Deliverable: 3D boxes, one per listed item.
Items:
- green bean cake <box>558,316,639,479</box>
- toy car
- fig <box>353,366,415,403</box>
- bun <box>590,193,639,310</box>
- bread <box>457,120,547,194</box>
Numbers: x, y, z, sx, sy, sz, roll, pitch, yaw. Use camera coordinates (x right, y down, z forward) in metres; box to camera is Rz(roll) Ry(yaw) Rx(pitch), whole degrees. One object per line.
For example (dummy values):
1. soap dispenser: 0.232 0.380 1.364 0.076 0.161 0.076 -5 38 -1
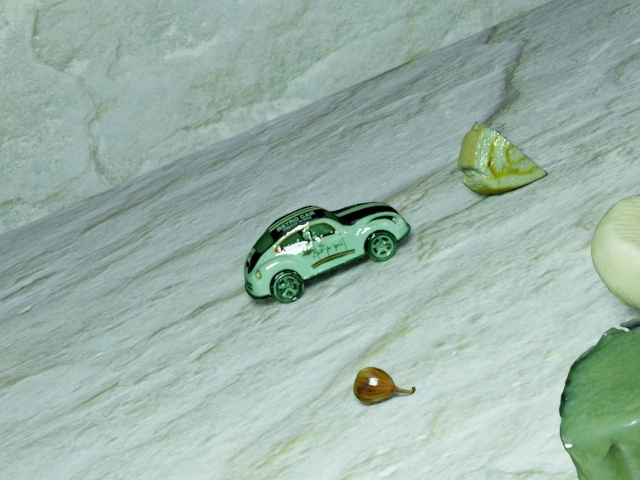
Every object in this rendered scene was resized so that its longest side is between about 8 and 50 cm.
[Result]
1. green bean cake: 0.367 0.169 1.367 0.227 0.125 0.222 -15 21 24
2. toy car: 0.000 0.000 2.252 0.306 0.125 0.136 -25 18 -5
3. fig: 0.085 0.195 1.741 0.083 0.050 0.050 6 27 17
4. bun: 0.449 0.030 1.685 0.222 0.127 0.222 6 30 -4
5. bread: 0.311 -0.126 2.318 0.110 0.156 0.103 -58 18 -5
